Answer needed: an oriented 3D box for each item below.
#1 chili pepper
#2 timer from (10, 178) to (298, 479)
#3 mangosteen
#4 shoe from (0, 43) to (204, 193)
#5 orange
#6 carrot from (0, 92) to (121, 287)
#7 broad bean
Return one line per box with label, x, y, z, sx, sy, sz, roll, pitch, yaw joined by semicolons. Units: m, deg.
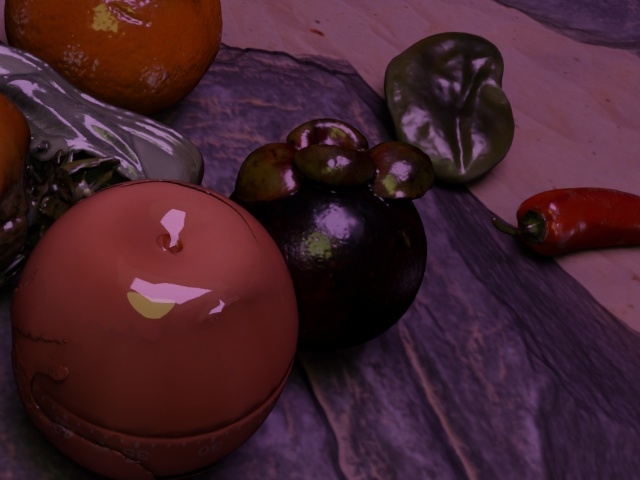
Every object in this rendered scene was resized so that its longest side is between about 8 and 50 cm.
chili pepper;0.280;-0.021;1.722;0.272;0.071;0.063;-2;7;-34
timer;-0.133;0.072;1.310;0.229;0.215;0.230;9;41;-8
mangosteen;0.000;0.000;1.461;0.209;0.210;0.210;13;42;-12
shoe;-0.245;-0.093;1.518;0.274;0.103;0.098;25;42;-1
orange;-0.201;-0.225;1.626;0.224;0.170;0.224;12;42;-11
carrot;-0.344;-0.051;1.359;0.331;0.214;0.193;19;57;-8
broad bean;0.140;-0.150;1.785;0.153;0.072;0.207;17;41;2
